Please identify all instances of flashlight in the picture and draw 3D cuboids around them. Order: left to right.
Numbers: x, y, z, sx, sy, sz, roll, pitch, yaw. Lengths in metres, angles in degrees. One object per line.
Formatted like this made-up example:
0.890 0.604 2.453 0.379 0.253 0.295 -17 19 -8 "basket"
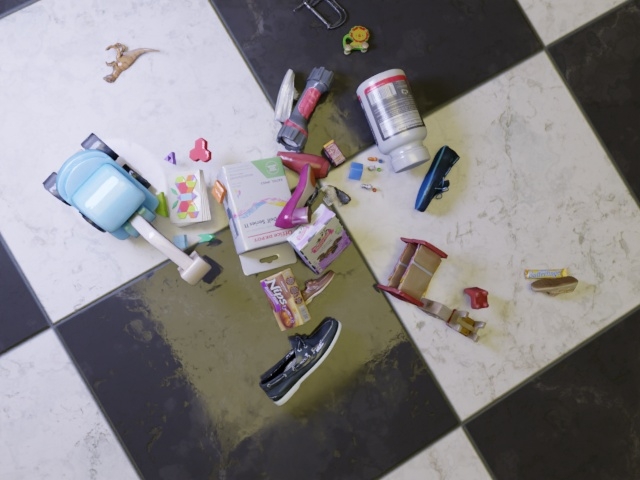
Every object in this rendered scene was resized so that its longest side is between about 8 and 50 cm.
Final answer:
-0.043 -0.448 1.724 0.103 0.103 0.303 27 77 0 "flashlight"

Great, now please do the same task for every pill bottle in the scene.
0.257 -0.400 1.733 0.177 0.176 0.318 -21 88 -7 "pill bottle"

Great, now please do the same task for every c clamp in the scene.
0.007 -0.815 1.820 0.161 0.022 0.137 39 78 0 "c clamp"

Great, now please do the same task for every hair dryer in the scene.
-0.053 -0.192 1.736 0.224 0.080 0.293 -34 89 -6 "hair dryer"

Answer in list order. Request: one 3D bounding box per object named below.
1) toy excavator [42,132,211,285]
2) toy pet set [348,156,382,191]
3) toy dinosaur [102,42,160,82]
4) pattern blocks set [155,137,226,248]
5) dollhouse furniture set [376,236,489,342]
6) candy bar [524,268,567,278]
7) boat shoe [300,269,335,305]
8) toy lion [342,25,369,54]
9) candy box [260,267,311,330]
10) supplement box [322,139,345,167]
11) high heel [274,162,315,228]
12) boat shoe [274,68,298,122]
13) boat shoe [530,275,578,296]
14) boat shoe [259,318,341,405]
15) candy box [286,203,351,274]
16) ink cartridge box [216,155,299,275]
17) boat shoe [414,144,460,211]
-0.571 -0.069 1.539 0.222 0.445 0.433 -48 133 -7 "toy excavator"
0.159 -0.242 1.768 0.114 0.065 0.122 12 84 -5 "toy pet set"
-0.659 -0.622 1.727 0.212 0.064 0.112 -38 108 2 "toy dinosaur"
-0.431 -0.141 1.649 0.286 0.026 0.324 -20 84 25 "pattern blocks set"
0.407 0.167 1.743 0.374 0.152 0.201 32 83 -20 "dollhouse furniture set"
0.810 0.122 1.830 0.162 0.018 0.040 0 86 -6 "candy bar"
-0.025 0.159 1.721 0.178 0.064 0.060 -43 93 -5 "boat shoe"
0.127 -0.721 1.820 0.100 0.034 0.095 -10 80 -6 "toy lion"
-0.115 0.196 1.686 0.053 0.109 0.186 -23 89 -52 "candy box"
0.047 -0.300 1.767 0.043 0.055 0.083 -35 89 -6 "supplement box"
-0.082 -0.146 1.643 0.117 0.082 0.243 -7 62 18 "high heel"
-0.110 -0.499 1.764 0.063 0.066 0.184 14 82 -19 "boat shoe"
0.830 0.171 1.807 0.170 0.063 0.059 -6 118 -4 "boat shoe"
-0.072 0.377 1.670 0.113 0.127 0.340 41 92 -13 "boat shoe"
0.000 0.000 1.668 0.165 0.196 0.070 -45 57 -6 "candy box"
-0.191 -0.080 1.670 0.207 0.119 0.353 -15 88 -24 "ink cartridge box"
0.416 -0.209 1.773 0.089 0.109 0.258 28 86 -7 "boat shoe"
